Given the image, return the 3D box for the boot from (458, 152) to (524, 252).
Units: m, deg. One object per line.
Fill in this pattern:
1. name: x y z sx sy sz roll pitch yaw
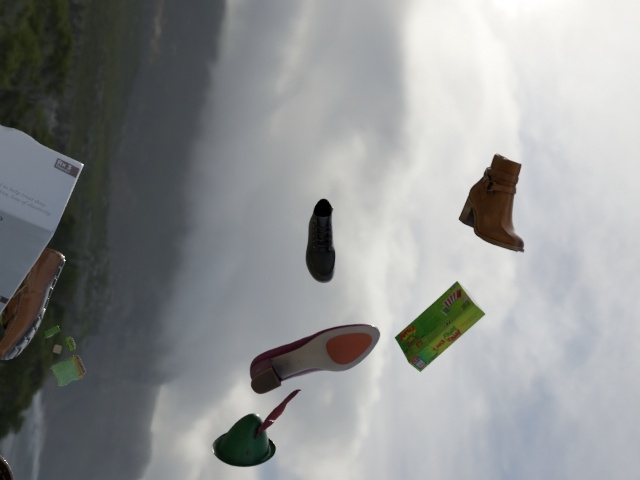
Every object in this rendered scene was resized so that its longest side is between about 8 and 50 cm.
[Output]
1. boot: 0.337 -0.072 1.482 0.152 0.073 0.197 -64 -148 14

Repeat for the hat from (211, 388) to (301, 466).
1. hat: -0.193 0.494 2.216 0.209 0.173 0.183 -18 122 -53

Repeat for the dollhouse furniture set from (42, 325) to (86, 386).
1. dollhouse furniture set: -0.663 0.296 2.071 0.059 0.076 0.151 -24 -90 62

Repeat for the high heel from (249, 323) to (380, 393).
1. high heel: -0.021 0.296 2.190 0.181 0.377 0.127 -99 170 -79

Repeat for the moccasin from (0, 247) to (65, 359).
1. moccasin: -0.866 0.171 2.328 0.139 0.147 0.379 -48 -154 52

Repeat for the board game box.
1. board game box: 0.245 0.177 1.664 0.181 0.043 0.092 -43 -150 10

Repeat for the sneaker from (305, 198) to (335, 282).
1. sneaker: 0.000 0.000 2.221 0.118 0.083 0.222 98 -13 -62

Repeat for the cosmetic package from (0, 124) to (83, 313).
1. cosmetic package: -0.571 -0.025 1.332 0.385 0.217 0.156 -41 -149 47

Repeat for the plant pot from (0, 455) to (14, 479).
1. plant pot: -0.728 0.530 1.653 0.165 0.167 0.166 132 -33 -50
